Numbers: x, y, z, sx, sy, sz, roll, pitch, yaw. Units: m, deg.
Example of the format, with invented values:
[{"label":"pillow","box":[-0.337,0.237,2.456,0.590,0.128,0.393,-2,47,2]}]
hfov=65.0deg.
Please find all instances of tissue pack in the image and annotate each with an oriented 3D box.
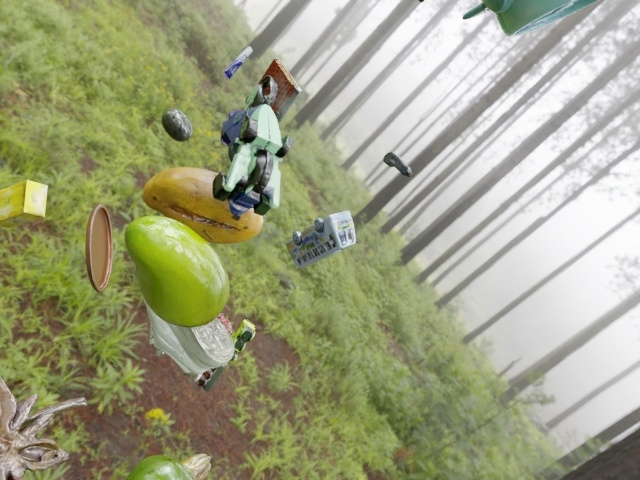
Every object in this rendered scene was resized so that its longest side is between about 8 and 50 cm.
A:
[{"label":"tissue pack","box":[-0.845,-0.100,1.401,0.062,0.176,0.095,20,64,-56]}]

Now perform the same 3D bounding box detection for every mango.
[{"label":"mango","box":[-0.275,-0.080,1.179,0.295,0.177,0.120,13,42,-7]},{"label":"mango","box":[-0.260,0.059,0.926,0.293,0.175,0.143,84,20,-55]}]

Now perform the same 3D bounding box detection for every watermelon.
[{"label":"watermelon","box":[-0.437,-0.350,1.533,0.110,0.078,0.078,54,15,-15]}]

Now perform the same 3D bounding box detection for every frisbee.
[{"label":"frisbee","box":[-0.617,0.022,1.404,0.021,0.251,0.251,-1,33,-11]}]

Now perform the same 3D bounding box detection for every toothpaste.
[{"label":"toothpaste","box":[-0.173,-0.374,1.056,0.015,0.083,0.024,31,-15,29]}]

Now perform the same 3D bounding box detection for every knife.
[{"label":"knife","box":[0.167,-0.163,1.085,0.018,0.031,0.121,30,17,-26]}]

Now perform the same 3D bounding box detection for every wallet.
[{"label":"wallet","box":[-0.121,-0.336,1.213,0.020,0.196,0.103,-33,85,-40]}]

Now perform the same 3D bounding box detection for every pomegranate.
[{"label":"pomegranate","box":[-0.376,0.657,1.281,0.159,0.190,0.241,5,-10,34]}]

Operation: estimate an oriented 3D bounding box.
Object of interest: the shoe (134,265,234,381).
[{"label":"shoe","box":[-0.342,0.195,1.164,0.316,0.159,0.124,47,25,17]}]

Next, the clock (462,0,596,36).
[{"label":"clock","box":[0.330,-0.353,0.661,0.223,0.274,0.094,-27,97,-32]}]

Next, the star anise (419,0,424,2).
[{"label":"star anise","box":[0.099,-0.393,0.441,0.332,0.331,0.117,30,18,-41]}]

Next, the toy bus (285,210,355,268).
[{"label":"toy bus","box":[0.000,0.000,1.840,0.109,0.330,0.136,-14,81,-36]}]

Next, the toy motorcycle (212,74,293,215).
[{"label":"toy motorcycle","box":[-0.154,-0.206,1.099,0.125,0.196,0.331,19,51,-29]}]

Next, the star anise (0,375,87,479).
[{"label":"star anise","box":[-0.636,0.402,0.984,0.349,0.109,0.292,-68,144,-46]}]

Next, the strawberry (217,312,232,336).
[{"label":"strawberry","box":[-0.460,0.327,1.857,0.261,0.261,0.257,37,10,-26]}]

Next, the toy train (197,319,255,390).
[{"label":"toy train","box":[-0.298,0.362,1.580,0.053,0.249,0.085,40,2,-16]}]
